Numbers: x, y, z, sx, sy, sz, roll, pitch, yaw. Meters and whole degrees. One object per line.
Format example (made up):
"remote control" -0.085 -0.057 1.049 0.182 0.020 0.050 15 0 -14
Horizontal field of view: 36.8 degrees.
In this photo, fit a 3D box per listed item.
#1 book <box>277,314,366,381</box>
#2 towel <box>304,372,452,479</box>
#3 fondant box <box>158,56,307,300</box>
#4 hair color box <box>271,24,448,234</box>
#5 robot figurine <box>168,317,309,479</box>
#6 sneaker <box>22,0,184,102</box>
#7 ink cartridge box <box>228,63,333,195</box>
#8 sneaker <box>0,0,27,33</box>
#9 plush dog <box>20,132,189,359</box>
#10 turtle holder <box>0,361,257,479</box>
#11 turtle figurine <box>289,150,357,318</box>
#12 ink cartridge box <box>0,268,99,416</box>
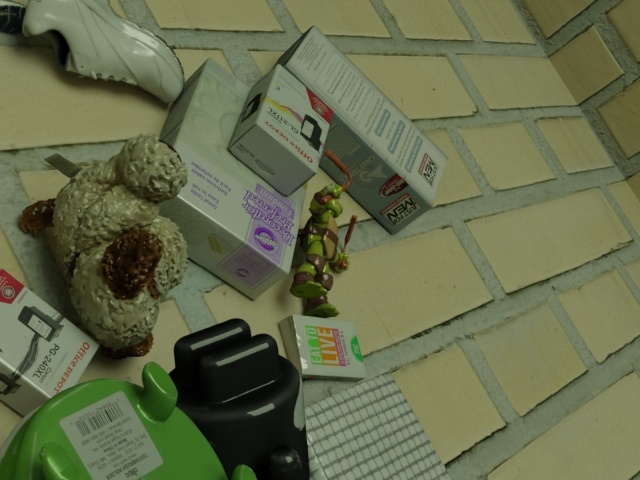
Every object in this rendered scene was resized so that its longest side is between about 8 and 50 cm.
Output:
"book" 0.006 0.171 1.502 0.144 0.035 0.096 10 57 -45
"towel" 0.051 0.331 1.342 0.284 0.121 0.235 -13 72 -54
"fondant box" -0.141 -0.103 1.512 0.238 0.096 0.330 36 40 -23
"hair color box" 0.063 -0.208 1.814 0.374 0.113 0.185 42 37 -13
"robot figurine" -0.102 0.238 1.135 0.209 0.173 0.278 -85 172 -68
"sneaker" -0.332 -0.290 1.465 0.297 0.111 0.129 36 72 -40
"ink cartridge box" -0.058 -0.175 1.521 0.127 0.072 0.175 39 37 -21
"sneaker" -0.472 -0.342 1.384 0.135 0.052 0.058 9 47 -47
"plush dog" -0.259 0.026 1.198 0.210 0.262 0.225 -8 51 -15
"turtle holder" -0.200 0.304 0.985 0.320 0.227 0.243 41 36 -18
"turtle figurine" 0.000 0.000 1.540 0.087 0.269 0.217 5 56 8
"ink cartridge box" -0.347 0.124 1.114 0.150 0.063 0.109 41 37 -16
